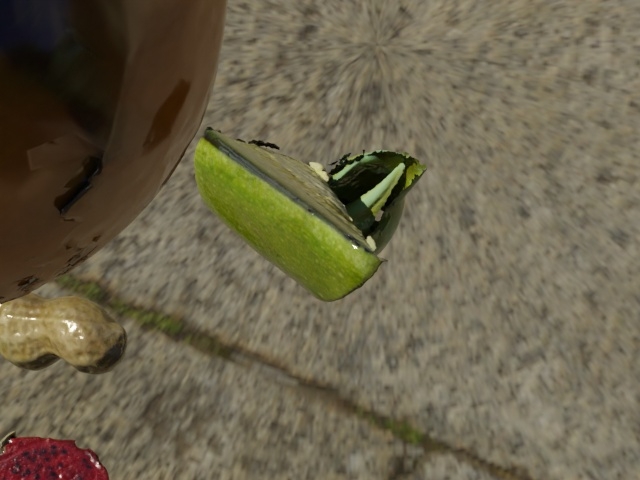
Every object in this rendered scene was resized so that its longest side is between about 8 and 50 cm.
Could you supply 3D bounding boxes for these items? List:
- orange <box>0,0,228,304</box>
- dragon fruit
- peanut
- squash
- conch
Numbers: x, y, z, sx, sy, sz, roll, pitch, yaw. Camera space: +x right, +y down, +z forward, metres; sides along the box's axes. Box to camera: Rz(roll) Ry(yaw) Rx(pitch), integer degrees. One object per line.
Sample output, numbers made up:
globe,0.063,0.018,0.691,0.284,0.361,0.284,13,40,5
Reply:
orange,-0.141,-0.093,0.521,0.246,0.246,0.246,0,97,2
dragon fruit,-0.242,0.228,1.404,0.162,0.083,0.106,7,58,-1
peanut,-0.292,0.102,1.782,0.192,0.089,0.089,5,98,32
squash,0.000,0.000,1.532,0.252,0.169,0.093,37,104,35
conch,0.034,-0.030,1.662,0.094,0.080,0.201,20,136,-3
